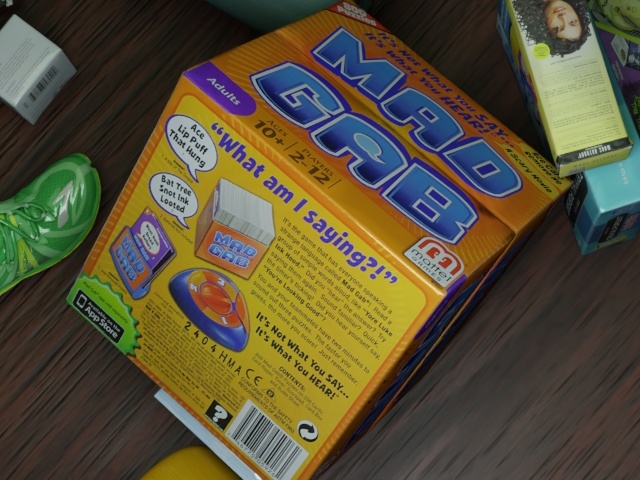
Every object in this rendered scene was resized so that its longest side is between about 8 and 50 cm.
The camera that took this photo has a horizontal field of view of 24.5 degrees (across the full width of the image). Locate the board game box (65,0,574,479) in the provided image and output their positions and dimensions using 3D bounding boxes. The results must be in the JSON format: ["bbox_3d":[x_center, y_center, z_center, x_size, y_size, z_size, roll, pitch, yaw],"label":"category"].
[{"bbox_3d":[0.000,0.000,1.697,0.356,0.356,0.356,41,126,11],"label":"board game box"}]

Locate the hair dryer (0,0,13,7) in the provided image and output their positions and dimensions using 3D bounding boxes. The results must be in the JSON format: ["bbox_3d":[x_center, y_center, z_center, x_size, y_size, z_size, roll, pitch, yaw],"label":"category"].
[{"bbox_3d":[-0.556,-0.292,1.961,0.294,0.223,0.080,-13,117,10],"label":"hair dryer"}]

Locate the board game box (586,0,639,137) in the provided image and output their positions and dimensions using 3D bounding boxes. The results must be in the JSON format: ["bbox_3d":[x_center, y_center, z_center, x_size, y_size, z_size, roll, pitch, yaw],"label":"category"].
[{"bbox_3d":[0.437,-0.272,1.904,0.208,0.056,0.346,-22,76,28],"label":"board game box"}]

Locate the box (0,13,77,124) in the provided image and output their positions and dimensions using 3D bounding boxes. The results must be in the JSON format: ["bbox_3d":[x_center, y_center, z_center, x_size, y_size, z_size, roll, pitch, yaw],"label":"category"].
[{"bbox_3d":[-0.400,-0.228,1.980,0.087,0.102,0.101,36,83,9],"label":"box"}]

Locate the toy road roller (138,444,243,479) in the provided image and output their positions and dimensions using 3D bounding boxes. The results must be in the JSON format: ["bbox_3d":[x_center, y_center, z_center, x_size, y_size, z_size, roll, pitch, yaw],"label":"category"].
[{"bbox_3d":[-0.201,0.359,1.724,0.202,0.329,0.240,40,92,25],"label":"toy road roller"}]

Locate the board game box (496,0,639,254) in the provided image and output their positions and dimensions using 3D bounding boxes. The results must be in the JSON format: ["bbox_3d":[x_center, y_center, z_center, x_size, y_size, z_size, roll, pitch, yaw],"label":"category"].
[{"bbox_3d":[0.312,-0.171,1.835,0.079,0.254,0.336,-18,77,1],"label":"board game box"}]

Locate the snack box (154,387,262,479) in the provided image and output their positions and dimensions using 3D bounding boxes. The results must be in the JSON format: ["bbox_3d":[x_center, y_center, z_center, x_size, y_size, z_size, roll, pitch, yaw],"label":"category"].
[{"bbox_3d":[-0.103,0.234,1.804,0.174,0.207,0.070,41,86,11],"label":"snack box"}]

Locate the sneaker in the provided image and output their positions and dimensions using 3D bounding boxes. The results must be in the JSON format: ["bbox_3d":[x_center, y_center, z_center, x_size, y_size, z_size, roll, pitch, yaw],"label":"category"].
[{"bbox_3d":[-0.406,-0.001,1.921,0.295,0.123,0.109,-42,78,-5],"label":"sneaker"}]

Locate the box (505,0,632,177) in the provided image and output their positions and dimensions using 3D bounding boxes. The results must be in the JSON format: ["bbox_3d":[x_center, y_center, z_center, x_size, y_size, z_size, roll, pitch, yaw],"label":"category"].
[{"bbox_3d":[0.280,-0.195,1.683,0.087,0.058,0.232,-16,78,2],"label":"box"}]

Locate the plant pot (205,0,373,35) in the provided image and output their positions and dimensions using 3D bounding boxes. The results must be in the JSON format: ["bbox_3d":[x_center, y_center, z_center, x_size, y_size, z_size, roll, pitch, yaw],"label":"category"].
[{"bbox_3d":[-0.064,-0.418,1.897,0.334,0.341,0.341,37,83,3],"label":"plant pot"}]
